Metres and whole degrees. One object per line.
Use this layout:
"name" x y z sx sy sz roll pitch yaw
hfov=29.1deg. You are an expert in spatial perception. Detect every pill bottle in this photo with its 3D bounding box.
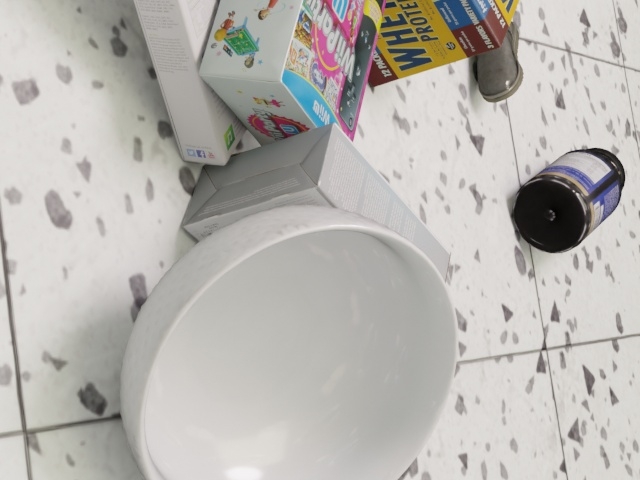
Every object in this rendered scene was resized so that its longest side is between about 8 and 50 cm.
"pill bottle" 0.392 -0.070 1.902 0.219 0.122 0.123 -32 105 -53

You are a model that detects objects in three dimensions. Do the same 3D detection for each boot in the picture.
"boot" 0.221 -0.327 1.791 0.208 0.076 0.190 52 28 -40

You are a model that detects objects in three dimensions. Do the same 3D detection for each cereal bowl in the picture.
"cereal bowl" -0.042 0.114 1.188 0.338 0.141 0.339 -14 119 -27

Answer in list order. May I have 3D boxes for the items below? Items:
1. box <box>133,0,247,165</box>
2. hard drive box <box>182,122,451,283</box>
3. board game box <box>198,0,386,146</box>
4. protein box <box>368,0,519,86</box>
"box" -0.109 -0.272 1.256 0.232 0.058 0.322 -62 151 -42
"hard drive box" 0.000 0.000 1.311 0.232 0.181 0.089 47 44 -36
"board game box" -0.010 -0.256 1.303 0.224 0.097 0.304 47 54 -64
"protein box" 0.140 -0.331 1.578 0.136 0.199 0.201 52 43 -29
